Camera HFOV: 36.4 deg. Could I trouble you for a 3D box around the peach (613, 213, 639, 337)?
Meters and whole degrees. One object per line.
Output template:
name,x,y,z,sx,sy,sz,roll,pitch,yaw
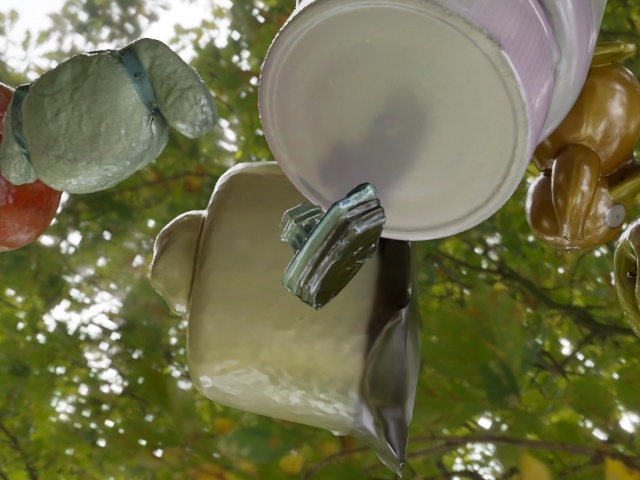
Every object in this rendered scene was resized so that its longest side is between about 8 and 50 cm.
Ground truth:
peach,0.498,0.047,1.246,0.231,0.231,0.231,-26,-132,32

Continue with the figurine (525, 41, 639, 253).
figurine,0.312,-0.112,1.144,0.215,0.215,0.228,-26,-92,32

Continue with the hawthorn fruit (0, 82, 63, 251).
hawthorn fruit,-0.362,-0.073,1.076,0.207,0.243,0.208,-5,-100,27

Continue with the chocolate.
chocolate,-0.033,0.069,1.122,0.296,0.326,0.314,-1,-156,7

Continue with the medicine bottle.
medicine bottle,0.100,-0.173,0.825,0.256,0.256,0.325,-22,-157,35

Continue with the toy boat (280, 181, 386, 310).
toy boat,0.000,0.000,0.711,0.066,0.059,0.140,55,-32,19

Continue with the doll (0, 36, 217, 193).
doll,-0.171,-0.090,0.736,0.214,0.071,0.104,-14,-85,31
